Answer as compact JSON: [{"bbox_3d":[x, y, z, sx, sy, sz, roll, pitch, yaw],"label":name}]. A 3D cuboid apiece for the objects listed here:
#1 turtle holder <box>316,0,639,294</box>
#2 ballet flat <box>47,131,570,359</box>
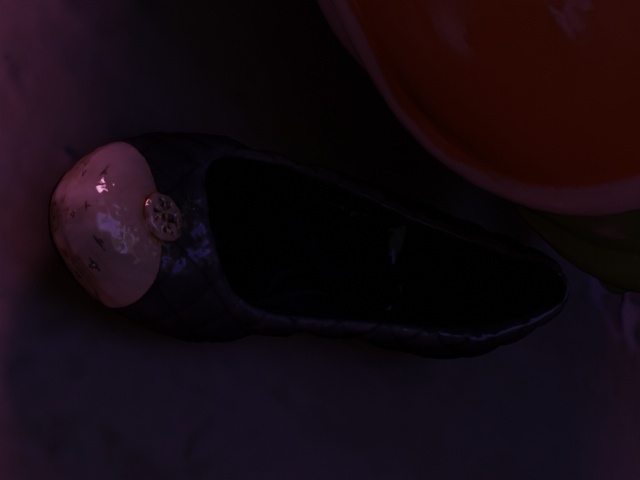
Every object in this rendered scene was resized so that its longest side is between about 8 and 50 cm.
[{"bbox_3d":[0.119,-0.154,0.518,0.227,0.243,0.320,37,82,-31],"label":"turtle holder"},{"bbox_3d":[0.000,0.000,0.515,0.173,0.049,0.057,9,74,-45],"label":"ballet flat"}]
